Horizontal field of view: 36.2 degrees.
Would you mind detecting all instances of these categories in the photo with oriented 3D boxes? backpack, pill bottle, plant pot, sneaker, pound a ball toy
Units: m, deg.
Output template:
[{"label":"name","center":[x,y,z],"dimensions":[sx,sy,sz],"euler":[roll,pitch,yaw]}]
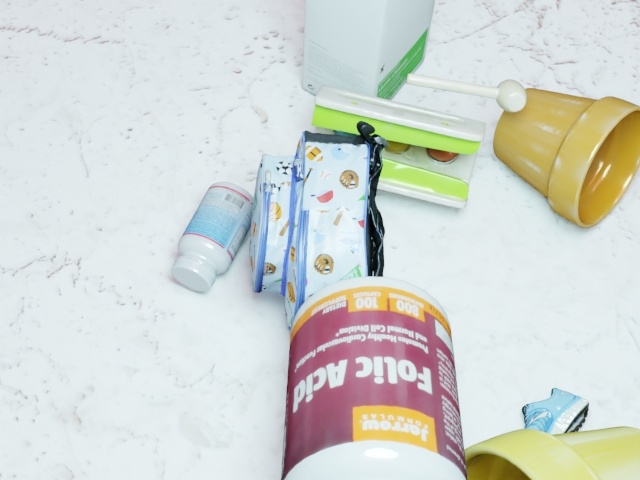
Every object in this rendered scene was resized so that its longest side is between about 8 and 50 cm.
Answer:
[{"label":"backpack","center":[0.000,0.000,1.417],"dimensions":[0.213,0.276,0.264],"euler":[-6,66,-1]},{"label":"pill bottle","center":[-0.164,-0.005,1.500],"dimensions":[0.087,0.087,0.160],"euler":[21,60,9]},{"label":"plant pot","center":[0.389,-0.152,1.571],"dimensions":[0.188,0.205,0.205],"euler":[32,61,33]},{"label":"sneaker","center":[0.308,0.270,1.392],"dimensions":[0.162,0.063,0.073],"euler":[-36,50,-26]},{"label":"pill bottle","center":[0.064,0.250,1.197],"dimensions":[0.224,0.224,0.392],"euler":[3,41,-1]},{"label":"pound a ball toy","center":[0.149,-0.188,1.565],"dimensions":[0.319,0.208,0.136],"euler":[13,23,5]},{"label":"plant pot","center":[0.326,0.346,1.243],"dimensions":[0.239,0.254,0.254],"euler":[-14,60,-28]}]

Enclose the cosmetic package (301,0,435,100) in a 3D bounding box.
[{"label":"cosmetic package","center":[0.081,-0.389,1.581],"dimensions":[0.155,0.366,0.197],"euler":[32,63,15]}]
